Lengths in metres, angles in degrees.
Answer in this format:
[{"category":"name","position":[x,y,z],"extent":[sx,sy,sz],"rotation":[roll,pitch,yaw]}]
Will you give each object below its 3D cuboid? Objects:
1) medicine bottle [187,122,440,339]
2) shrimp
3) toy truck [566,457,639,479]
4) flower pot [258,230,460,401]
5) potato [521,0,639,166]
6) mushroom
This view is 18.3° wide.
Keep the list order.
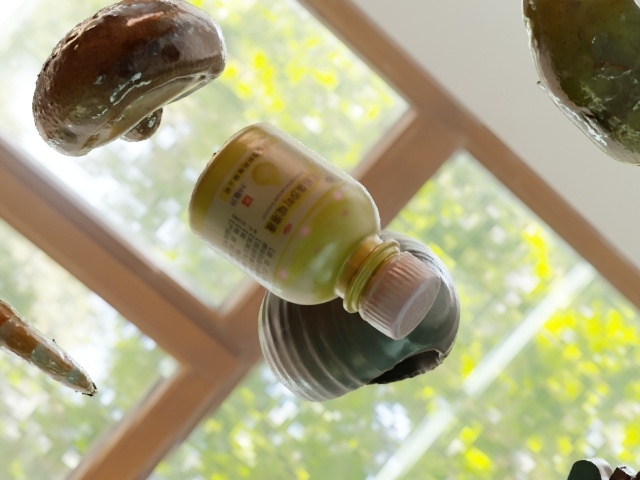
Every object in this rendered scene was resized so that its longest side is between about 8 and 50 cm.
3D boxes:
[{"category":"medicine bottle","position":[0.000,0.000,1.707],"extent":[0.122,0.212,0.122],"rotation":[-46,158,-24]},{"category":"shrimp","position":[-0.307,0.112,2.117],"extent":[0.161,0.166,0.049],"rotation":[27,-99,34]},{"category":"toy truck","position":[0.335,0.283,1.812],"extent":[0.124,0.253,0.114],"rotation":[-55,164,6]},{"category":"flower pot","position":[0.039,0.080,2.085],"extent":[0.189,0.157,0.243],"rotation":[-13,170,-40]},{"category":"potato","position":[0.292,-0.179,2.103],"extent":[0.111,0.272,0.160],"rotation":[-33,-173,-8]},{"category":"mushroom","position":[-0.236,-0.200,2.387],"extent":[0.253,0.153,0.253],"rotation":[-33,177,-2]}]
